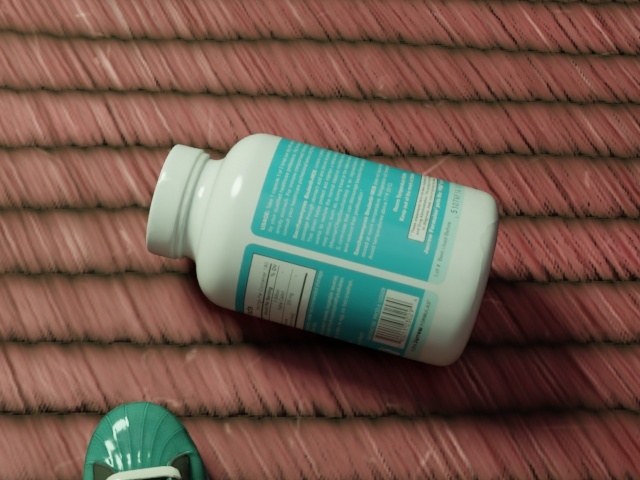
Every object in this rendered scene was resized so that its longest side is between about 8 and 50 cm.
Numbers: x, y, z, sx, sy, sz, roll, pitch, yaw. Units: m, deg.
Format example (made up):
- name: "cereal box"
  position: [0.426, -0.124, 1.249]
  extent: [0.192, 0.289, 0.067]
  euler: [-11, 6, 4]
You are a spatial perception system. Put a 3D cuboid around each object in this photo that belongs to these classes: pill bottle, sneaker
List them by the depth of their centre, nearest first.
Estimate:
- name: "sneaker"
  position: [-0.113, 0.244, 0.793]
  extent: [0.108, 0.121, 0.302]
  euler: [-6, 63, -9]
- name: "pill bottle"
  position: [0.000, 0.000, 0.920]
  extent: [0.264, 0.146, 0.146]
  euler: [16, 62, 2]
